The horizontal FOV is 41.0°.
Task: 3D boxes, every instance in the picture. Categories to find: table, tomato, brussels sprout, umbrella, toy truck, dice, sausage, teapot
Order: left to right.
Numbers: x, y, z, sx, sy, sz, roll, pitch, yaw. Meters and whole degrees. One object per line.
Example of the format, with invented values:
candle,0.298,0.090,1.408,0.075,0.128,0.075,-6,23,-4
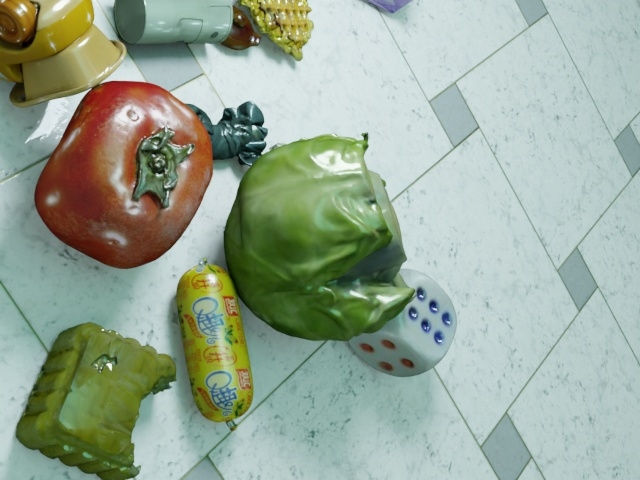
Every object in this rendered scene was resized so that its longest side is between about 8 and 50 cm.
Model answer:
toy truck,-0.509,-0.373,1.517,0.204,0.288,0.211,-61,141,-40
tomato,-0.347,-0.118,1.544,0.293,0.290,0.325,29,68,-33
table,-0.306,-0.477,1.802,0.220,0.126,0.126,-12,85,-42
umbrella,-0.256,-0.214,1.790,0.349,0.094,0.143,-6,77,-40
sausage,-0.208,0.202,1.684,0.123,0.123,0.346,-5,79,-41
teapot,-0.192,-0.484,1.934,0.129,0.078,0.098,35,57,-28
brussels sprout,-0.017,0.003,1.766,0.342,0.361,0.425,-78,150,-76
dice,0.184,0.190,1.979,0.193,0.192,0.194,45,54,-20

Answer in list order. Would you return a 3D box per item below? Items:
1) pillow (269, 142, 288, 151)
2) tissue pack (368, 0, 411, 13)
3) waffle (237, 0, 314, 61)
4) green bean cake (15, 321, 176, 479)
pillow,-0.057,-0.130,1.961,0.119,0.053,0.208,-1,81,-39
tissue pack,0.116,-0.783,2.234,0.338,0.160,0.242,18,65,-36
waffle,-0.096,-0.559,2.038,0.243,0.059,0.237,38,45,-41
green bean cake,-0.379,0.285,1.512,0.233,0.124,0.236,33,57,-29
